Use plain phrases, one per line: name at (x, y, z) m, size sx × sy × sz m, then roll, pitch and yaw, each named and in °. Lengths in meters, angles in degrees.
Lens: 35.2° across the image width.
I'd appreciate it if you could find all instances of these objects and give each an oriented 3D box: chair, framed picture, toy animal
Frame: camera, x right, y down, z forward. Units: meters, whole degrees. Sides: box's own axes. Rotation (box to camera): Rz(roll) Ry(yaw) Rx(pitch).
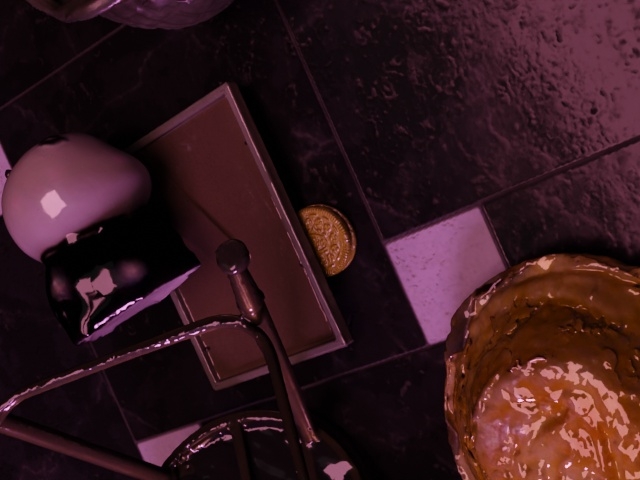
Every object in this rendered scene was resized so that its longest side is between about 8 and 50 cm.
chair at (-0.123, 0.284, 1.001) m, size 0.362 × 0.410 × 0.364 m, roll -21°, pitch 65°, yaw 10°
framed picture at (-0.113, 0.005, 1.185) m, size 0.240 × 0.020 × 0.324 m, roll -26°, pitch 89°, yaw 41°
toy animal at (-0.267, -0.013, 1.177) m, size 0.187 × 0.165 × 0.235 m, roll -37°, pitch 80°, yaw 45°

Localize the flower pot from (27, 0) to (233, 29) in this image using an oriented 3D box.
flower pot at (-0.181, -0.357, 0.998) m, size 0.302 × 0.213 × 0.302 m, roll 16°, pitch 113°, yaw 41°

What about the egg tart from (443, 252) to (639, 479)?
egg tart at (0.249, 0.181, 0.968) m, size 0.341 × 0.132 × 0.341 m, roll 8°, pitch 106°, yaw 29°

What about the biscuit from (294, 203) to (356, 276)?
biscuit at (0.000, 0.000, 1.129) m, size 0.084 × 0.023 × 0.084 m, roll 9°, pitch 109°, yaw 29°
